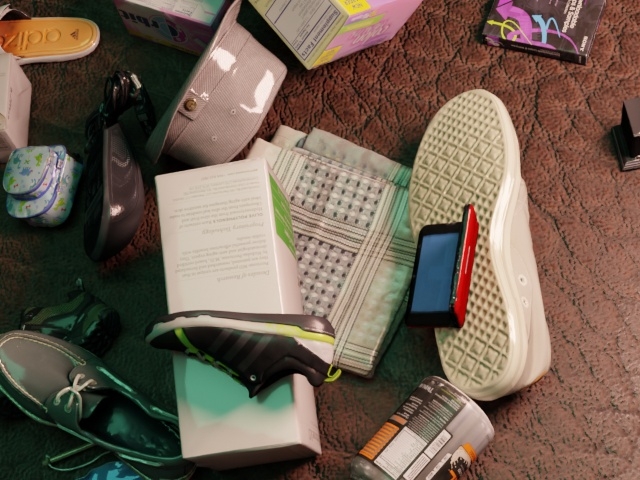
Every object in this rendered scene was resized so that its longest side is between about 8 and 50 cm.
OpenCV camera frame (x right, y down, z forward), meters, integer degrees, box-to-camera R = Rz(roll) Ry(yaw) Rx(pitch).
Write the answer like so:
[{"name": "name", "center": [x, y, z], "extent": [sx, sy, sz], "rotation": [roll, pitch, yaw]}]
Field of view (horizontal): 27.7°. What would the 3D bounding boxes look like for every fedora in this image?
[{"name": "fedora", "center": [-0.137, -0.203, 1.866], "extent": [0.124, 0.244, 0.275], "rotation": [33, 95, -6]}]

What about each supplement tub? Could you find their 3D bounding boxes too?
[{"name": "supplement tub", "center": [0.119, 0.274, 1.632], "extent": [0.117, 0.117, 0.190], "rotation": [38, 76, 23]}]

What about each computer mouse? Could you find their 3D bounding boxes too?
[{"name": "computer mouse", "center": [-0.292, -0.095, 1.877], "extent": [0.072, 0.188, 0.272], "rotation": [9, 64, -24]}]

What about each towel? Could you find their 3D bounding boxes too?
[{"name": "towel", "center": [0.000, 0.000, 1.822], "extent": [0.312, 0.056, 0.324], "rotation": [21, 68, 18]}]

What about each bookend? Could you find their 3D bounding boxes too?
[{"name": "bookend", "center": [0.486, -0.176, 1.772], "extent": [0.156, 0.157, 0.072], "rotation": [-10, 62, 3]}]

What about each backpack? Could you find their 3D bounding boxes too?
[{"name": "backpack", "center": [-0.415, -0.082, 1.908], "extent": [0.105, 0.084, 0.114], "rotation": [-1, 71, 31]}]

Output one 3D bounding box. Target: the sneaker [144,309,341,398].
[{"name": "sneaker", "center": [-0.094, 0.135, 1.518], "extent": [0.235, 0.084, 0.097], "rotation": [1, 79, 7]}]

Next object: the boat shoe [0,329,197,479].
[{"name": "boat shoe", "center": [-0.294, 0.206, 1.687], "extent": [0.319, 0.099, 0.116], "rotation": [33, 66, 3]}]

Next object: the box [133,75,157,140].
[{"name": "box", "center": [-0.264, -0.197, 1.946], "extent": [0.018, 0.083, 0.067], "rotation": [-14, 63, 1]}]

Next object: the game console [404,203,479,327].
[{"name": "game console", "center": [0.149, 0.033, 1.646], "extent": [0.085, 0.124, 0.144], "rotation": [6, 74, 14]}]

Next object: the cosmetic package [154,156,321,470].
[{"name": "cosmetic package", "center": [-0.106, 0.101, 1.671], "extent": [0.155, 0.197, 0.365], "rotation": [-10, 77, 5]}]

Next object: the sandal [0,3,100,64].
[{"name": "sandal", "center": [-0.485, -0.331, 2.053], "extent": [0.265, 0.076, 0.102], "rotation": [-7, 63, 6]}]

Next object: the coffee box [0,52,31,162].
[{"name": "coffee box", "center": [-0.579, -0.192, 1.986], "extent": [0.247, 0.098, 0.141], "rotation": [-5, 63, 7]}]

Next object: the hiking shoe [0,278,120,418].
[{"name": "hiking shoe", "center": [-0.392, 0.153, 1.805], "extent": [0.227, 0.086, 0.114], "rotation": [-38, 55, -20]}]

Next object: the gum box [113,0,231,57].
[{"name": "gum box", "center": [-0.216, -0.345, 1.998], "extent": [0.188, 0.107, 0.062], "rotation": [20, 69, 18]}]

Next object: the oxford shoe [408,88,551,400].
[{"name": "oxford shoe", "center": [0.219, 0.007, 1.740], "extent": [0.169, 0.130, 0.449], "rotation": [-22, 59, 33]}]

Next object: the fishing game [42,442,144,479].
[{"name": "fishing game", "center": [-0.272, 0.374, 1.692], "extent": [0.189, 0.041, 0.264], "rotation": [-21, 62, -4]}]

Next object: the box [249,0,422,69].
[{"name": "box", "center": [-0.002, -0.396, 1.894], "extent": [0.243, 0.117, 0.213], "rotation": [51, 41, 10]}]

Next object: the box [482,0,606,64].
[{"name": "box", "center": [0.336, -0.333, 1.946], "extent": [0.162, 0.029, 0.116], "rotation": [15, 67, 15]}]
